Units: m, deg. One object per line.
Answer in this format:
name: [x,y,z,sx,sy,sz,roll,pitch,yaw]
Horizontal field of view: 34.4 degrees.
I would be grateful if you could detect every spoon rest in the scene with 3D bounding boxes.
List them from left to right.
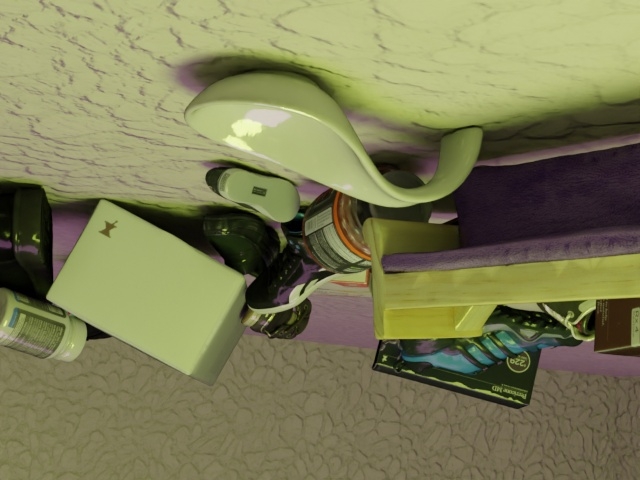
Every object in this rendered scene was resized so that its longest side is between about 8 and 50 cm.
spoon rest: [0.016,-0.082,0.889,0.276,0.084,0.137,9,169,-29]

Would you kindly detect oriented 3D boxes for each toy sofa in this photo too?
toy sofa: [0.212,-0.005,0.898,0.150,0.177,0.363,2,174,-42]

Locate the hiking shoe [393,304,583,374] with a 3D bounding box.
hiking shoe: [0.270,0.149,1.646,0.304,0.113,0.132,2,125,1]

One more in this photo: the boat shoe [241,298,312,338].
boat shoe: [-0.060,0.112,1.659,0.092,0.102,0.285,34,177,4]

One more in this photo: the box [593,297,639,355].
box: [0.452,0.056,1.226,0.203,0.168,0.167,6,171,-4]

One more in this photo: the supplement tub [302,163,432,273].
supplement tub: [0.054,-0.024,1.137,0.106,0.106,0.198,8,169,-17]

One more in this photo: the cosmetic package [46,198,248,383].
cosmetic package: [-0.240,0.099,1.595,0.230,0.161,0.453,28,170,4]

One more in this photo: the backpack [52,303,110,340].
backpack: [-0.431,0.119,2.006,0.188,0.144,0.166,-31,152,33]

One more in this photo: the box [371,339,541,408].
box: [0.237,0.162,1.746,0.261,0.184,0.103,15,170,2]

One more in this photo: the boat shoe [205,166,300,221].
boat shoe: [-0.076,-0.058,1.191,0.040,0.049,0.142,21,180,36]

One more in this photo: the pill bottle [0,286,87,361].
pill bottle: [-0.404,0.123,1.460,0.078,0.078,0.137,-5,156,43]

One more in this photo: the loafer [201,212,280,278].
loafer: [-0.109,0.010,1.468,0.076,0.078,0.223,1,169,16]

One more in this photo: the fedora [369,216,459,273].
fedora: [0.153,0.024,1.232,0.194,0.079,0.194,-26,-177,1]

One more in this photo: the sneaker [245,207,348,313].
sneaker: [-0.038,0.016,1.383,0.217,0.079,0.121,-27,136,24]

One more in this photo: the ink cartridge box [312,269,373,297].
ink cartridge box: [0.028,0.051,1.671,0.115,0.067,0.198,4,170,8]

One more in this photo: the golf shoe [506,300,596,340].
golf shoe: [0.358,0.080,1.490,0.273,0.120,0.105,-9,137,45]

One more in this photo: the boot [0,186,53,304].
boot: [-0.508,0.003,1.440,0.260,0.131,0.348,-1,160,-10]
